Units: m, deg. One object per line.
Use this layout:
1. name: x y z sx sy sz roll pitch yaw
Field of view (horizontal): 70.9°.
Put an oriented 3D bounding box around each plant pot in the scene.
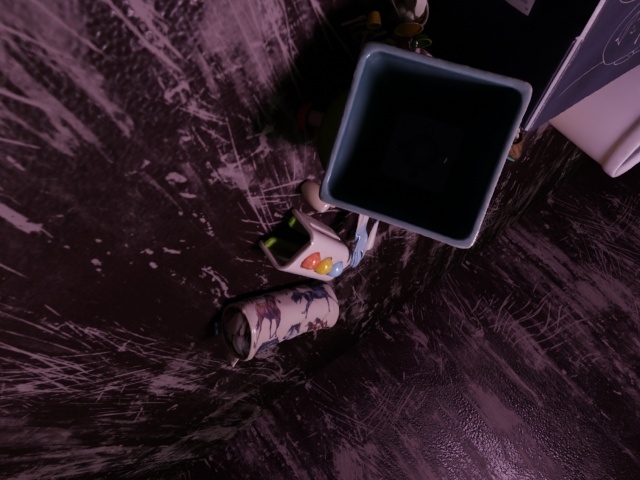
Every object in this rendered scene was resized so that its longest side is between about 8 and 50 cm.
1. plant pot: 0.173 -0.157 0.775 0.252 0.247 0.247 -32 140 -73

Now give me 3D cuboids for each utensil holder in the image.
1. utensil holder: 0.685 -0.397 1.088 0.328 0.385 0.327 -32 155 -17

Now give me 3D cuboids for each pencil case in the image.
1. pencil case: -0.112 0.235 1.364 0.411 0.160 0.183 -8 135 -50

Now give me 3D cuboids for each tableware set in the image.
1. tableware set: 0.114 -0.336 0.742 0.104 0.024 0.154 -1 180 37

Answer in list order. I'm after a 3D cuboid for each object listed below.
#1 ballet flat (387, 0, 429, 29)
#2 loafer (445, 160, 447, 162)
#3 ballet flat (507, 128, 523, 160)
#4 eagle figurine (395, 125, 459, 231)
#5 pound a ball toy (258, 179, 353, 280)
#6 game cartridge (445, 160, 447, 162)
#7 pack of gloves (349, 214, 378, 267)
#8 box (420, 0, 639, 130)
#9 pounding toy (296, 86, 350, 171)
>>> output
1. ballet flat: 0.123 -0.396 0.669 0.072 0.068 0.213 -43 156 10
2. loafer: 0.413 -0.224 1.396 0.080 0.078 0.220 -31 156 -18
3. ballet flat: 0.581 -0.322 1.447 0.343 0.116 0.124 -11 124 -48
4. eagle figurine: 0.205 -0.195 1.016 0.298 0.226 0.225 -39 137 13
5. pound a ball toy: 0.000 0.000 1.131 0.208 0.135 0.319 -43 157 10
6. game cartridge: 0.401 -0.248 1.119 0.323 0.053 0.285 -56 163 6
7. pack of gloves: 0.149 -0.038 1.256 0.195 0.046 0.231 -44 149 -53
8. box: 0.458 -0.504 0.673 0.472 0.297 0.479 -29 155 -18
9. pounding toy: 0.033 -0.226 0.843 0.236 0.110 0.182 -58 159 -31
